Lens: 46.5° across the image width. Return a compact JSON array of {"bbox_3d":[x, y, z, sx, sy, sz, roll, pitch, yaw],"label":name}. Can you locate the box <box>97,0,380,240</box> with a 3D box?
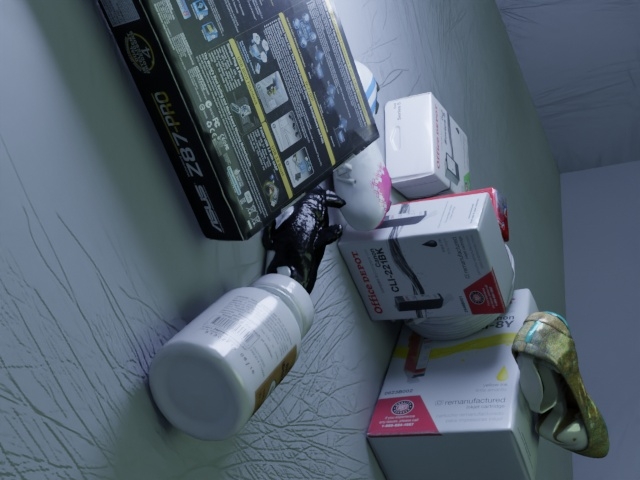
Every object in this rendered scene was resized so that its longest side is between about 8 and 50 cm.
[{"bbox_3d":[-0.095,-0.245,0.990,0.318,0.097,0.395,-41,119,-36],"label":"box"}]

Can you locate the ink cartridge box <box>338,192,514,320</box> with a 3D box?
[{"bbox_3d":[0.195,0.036,1.382,0.197,0.272,0.114,65,35,-29],"label":"ink cartridge box"}]

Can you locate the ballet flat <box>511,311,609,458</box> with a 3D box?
[{"bbox_3d":[0.418,0.286,1.324,0.349,0.123,0.123,65,31,-25],"label":"ballet flat"}]

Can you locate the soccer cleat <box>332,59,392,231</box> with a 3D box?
[{"bbox_3d":[0.043,-0.180,1.343,0.143,0.116,0.332,19,60,-49],"label":"soccer cleat"}]

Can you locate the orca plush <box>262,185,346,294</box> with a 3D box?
[{"bbox_3d":[0.000,0.000,1.191,0.287,0.102,0.151,-55,130,-54],"label":"orca plush"}]

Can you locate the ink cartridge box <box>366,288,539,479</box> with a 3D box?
[{"bbox_3d":[0.283,0.285,1.472,0.161,0.279,0.385,65,31,-26],"label":"ink cartridge box"}]

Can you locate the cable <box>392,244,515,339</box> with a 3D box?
[{"bbox_3d":[0.274,0.090,1.533,0.257,0.257,0.089,-82,154,-52],"label":"cable"}]

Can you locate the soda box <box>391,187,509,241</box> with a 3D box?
[{"bbox_3d":[0.234,-0.032,1.482,0.083,0.263,0.092,29,56,-56],"label":"soda box"}]

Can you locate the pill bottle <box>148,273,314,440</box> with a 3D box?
[{"bbox_3d":[-0.098,0.132,0.929,0.229,0.131,0.131,-43,121,-59],"label":"pill bottle"}]

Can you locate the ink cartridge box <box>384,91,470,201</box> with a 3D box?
[{"bbox_3d":[0.255,-0.192,1.735,0.273,0.114,0.199,28,58,-58],"label":"ink cartridge box"}]
